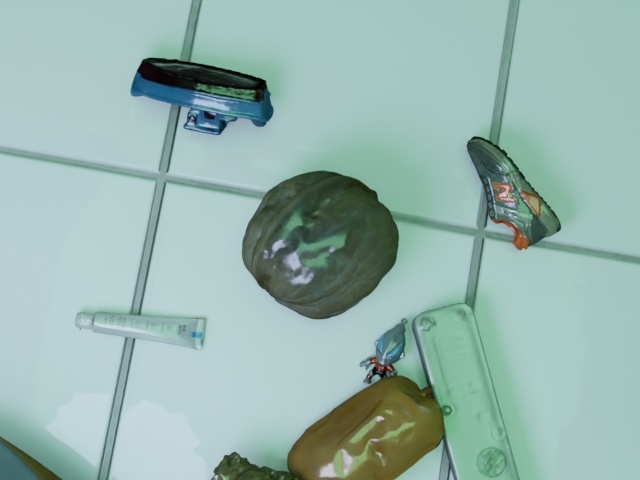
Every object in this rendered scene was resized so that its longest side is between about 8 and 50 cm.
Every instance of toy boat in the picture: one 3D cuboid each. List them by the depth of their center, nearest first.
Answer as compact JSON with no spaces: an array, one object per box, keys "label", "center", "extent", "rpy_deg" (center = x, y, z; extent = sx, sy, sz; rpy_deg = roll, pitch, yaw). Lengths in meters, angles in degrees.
[{"label":"toy boat","center":[-0.182,-0.213,1.472],"extent":[0.223,0.100,0.097],"rpy_deg":[12,118,6]}]

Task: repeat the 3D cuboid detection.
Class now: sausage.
[{"label":"sausage","center":[0.067,0.292,1.386],"extent":[0.241,0.120,0.136],"rpy_deg":[-33,84,-1]}]

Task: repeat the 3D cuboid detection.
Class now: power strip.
[{"label":"power strip","center":[0.225,0.286,1.422],"extent":[0.091,0.062,0.386],"rpy_deg":[-14,82,-4]}]

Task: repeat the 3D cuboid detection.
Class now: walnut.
[{"label":"walnut","center":[0.000,0.000,1.391],"extent":[0.224,0.224,0.224],"rpy_deg":[0,82,-2]}]

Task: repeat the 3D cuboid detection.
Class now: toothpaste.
[{"label":"toothpaste","center":[-0.270,0.130,1.447],"extent":[0.190,0.031,0.048],"rpy_deg":[7,79,-4]}]

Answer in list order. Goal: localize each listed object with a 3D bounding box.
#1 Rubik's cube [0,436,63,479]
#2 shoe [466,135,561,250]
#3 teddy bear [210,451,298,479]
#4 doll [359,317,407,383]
[{"label":"Rubik's cube","center":[-0.462,0.484,1.198],"extent":[0.352,0.347,0.352],"rpy_deg":[38,101,2]},{"label":"shoe","center":[0.278,-0.070,1.470],"extent":[0.077,0.074,0.194],"rpy_deg":[-39,87,-1]},{"label":"teddy bear","center":[-0.107,0.428,1.336],"extent":[0.267,0.156,0.256],"rpy_deg":[31,90,4]},{"label":"doll","center":[0.101,0.167,1.447],"extent":[0.057,0.039,0.114],"rpy_deg":[24,91,44]}]
